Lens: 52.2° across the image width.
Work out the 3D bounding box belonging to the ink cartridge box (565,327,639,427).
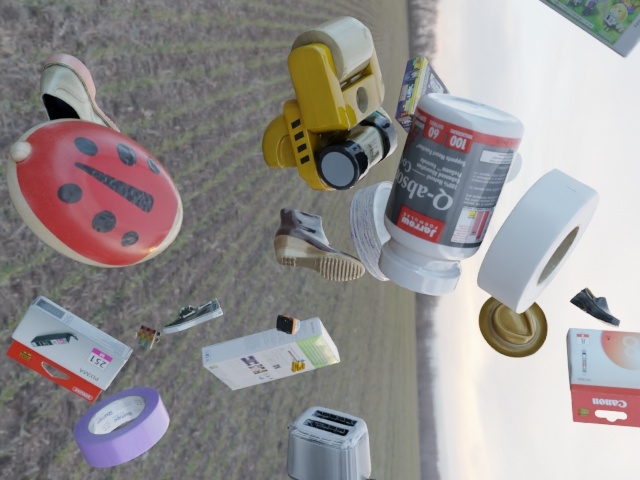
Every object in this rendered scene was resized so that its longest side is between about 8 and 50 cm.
[{"bbox_3d":[0.546,0.256,1.236,0.045,0.145,0.180,79,17,-54],"label":"ink cartridge box"}]

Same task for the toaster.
[{"bbox_3d":[0.024,0.479,1.491,0.129,0.226,0.147,-30,123,-54],"label":"toaster"}]

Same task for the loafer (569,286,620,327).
[{"bbox_3d":[0.717,0.170,1.691,0.061,0.062,0.170,-57,-154,7],"label":"loafer"}]

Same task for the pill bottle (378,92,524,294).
[{"bbox_3d":[0.245,-0.089,1.295,0.210,0.210,0.363,-72,177,-68],"label":"pill bottle"}]

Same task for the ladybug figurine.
[{"bbox_3d":[-0.465,-0.099,1.432,0.449,0.161,0.305,29,69,-53],"label":"ladybug figurine"}]

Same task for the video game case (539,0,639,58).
[{"bbox_3d":[0.504,-0.454,1.121,0.193,0.212,0.023,-54,163,21],"label":"video game case"}]

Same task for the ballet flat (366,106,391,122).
[{"bbox_3d":[0.125,-0.411,1.986,0.073,0.206,0.067,123,-14,-66],"label":"ballet flat"}]

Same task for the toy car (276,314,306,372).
[{"bbox_3d":[-0.059,0.211,1.348,0.040,0.060,0.122,4,75,-41],"label":"toy car"}]

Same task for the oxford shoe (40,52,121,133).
[{"bbox_3d":[-0.618,-0.275,1.674,0.397,0.140,0.147,75,18,-51],"label":"oxford shoe"}]

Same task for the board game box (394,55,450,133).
[{"bbox_3d":[0.239,-0.313,1.513,0.141,0.048,0.171,39,56,-40],"label":"board game box"}]

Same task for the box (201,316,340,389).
[{"bbox_3d":[-0.127,0.308,1.751,0.232,0.321,0.059,66,12,-59],"label":"box"}]

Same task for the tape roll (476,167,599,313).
[{"bbox_3d":[0.437,0.003,1.309,0.286,0.100,0.286,-39,151,-27],"label":"tape roll"}]

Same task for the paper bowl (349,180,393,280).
[{"bbox_3d":[0.215,-0.035,1.909,0.284,0.148,0.285,29,53,-47],"label":"paper bowl"}]

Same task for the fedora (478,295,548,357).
[{"bbox_3d":[0.531,0.227,1.793,0.079,0.194,0.195,52,35,-73],"label":"fedora"}]

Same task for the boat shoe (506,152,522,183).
[{"bbox_3d":[0.399,-0.141,1.537,0.066,0.184,0.063,45,-12,-22],"label":"boat shoe"}]

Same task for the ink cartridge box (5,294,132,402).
[{"bbox_3d":[-0.668,0.303,1.700,0.239,0.275,0.060,-51,-167,23],"label":"ink cartridge box"}]

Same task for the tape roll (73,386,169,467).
[{"bbox_3d":[-0.613,0.571,2.019,0.275,0.274,0.090,-73,148,-67],"label":"tape roll"}]

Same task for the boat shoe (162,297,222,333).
[{"bbox_3d":[-0.449,0.260,2.262,0.078,0.219,0.070,-51,120,-87],"label":"boat shoe"}]

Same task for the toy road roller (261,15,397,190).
[{"bbox_3d":[-0.008,-0.260,1.314,0.202,0.240,0.330,-44,127,-49],"label":"toy road roller"}]

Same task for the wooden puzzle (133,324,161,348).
[{"bbox_3d":[-0.461,0.255,1.731,0.006,0.083,0.050,40,68,-68],"label":"wooden puzzle"}]

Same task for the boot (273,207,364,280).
[{"bbox_3d":[0.000,0.000,1.760,0.207,0.248,0.090,-86,-170,-49],"label":"boot"}]
